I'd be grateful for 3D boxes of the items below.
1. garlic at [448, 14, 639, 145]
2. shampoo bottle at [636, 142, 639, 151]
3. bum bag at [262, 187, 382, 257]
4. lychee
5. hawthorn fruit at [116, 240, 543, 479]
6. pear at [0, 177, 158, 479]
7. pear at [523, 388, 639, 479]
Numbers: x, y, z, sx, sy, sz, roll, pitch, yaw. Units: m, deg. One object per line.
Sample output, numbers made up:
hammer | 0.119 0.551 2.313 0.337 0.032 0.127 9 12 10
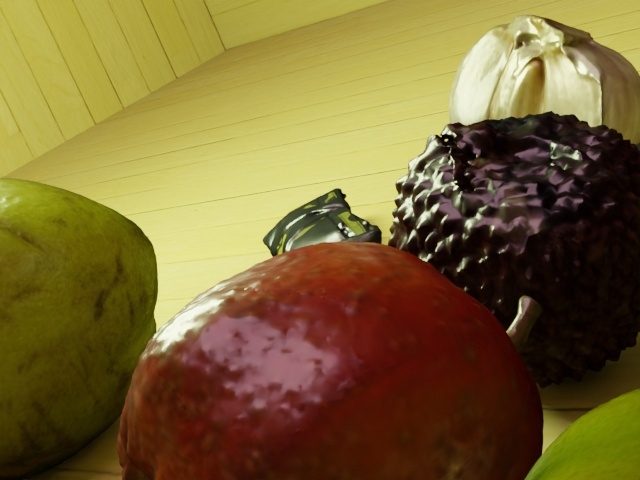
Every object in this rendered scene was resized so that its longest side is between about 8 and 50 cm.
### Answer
garlic | 0.225 -0.115 1.120 0.142 0.178 0.229 2 20 -35
shampoo bottle | 0.338 -0.078 0.892 0.309 0.098 0.071 -32 19 -24
bum bag | 0.000 0.000 1.180 0.106 0.060 0.232 -33 15 1
lychee | 0.136 0.009 0.767 0.188 0.188 0.188 -22 17 7
hawthorn fruit | 0.023 0.093 0.620 0.253 0.205 0.205 -23 16 -16
pear | -0.282 0.079 0.985 0.321 0.269 0.269 -21 12 -37
pear | 0.115 0.149 0.419 0.216 0.166 0.180 -44 12 43
